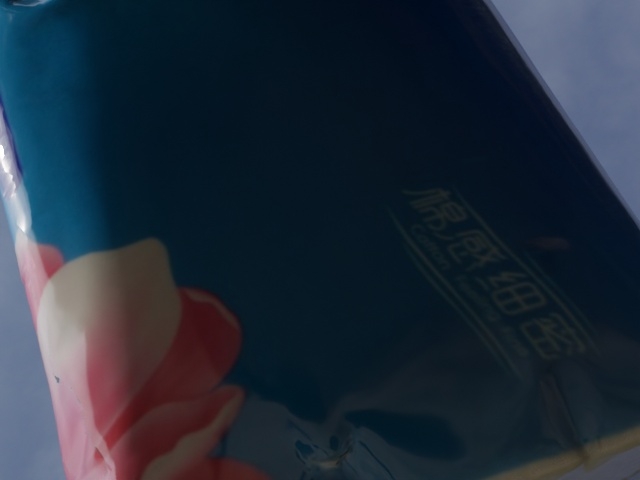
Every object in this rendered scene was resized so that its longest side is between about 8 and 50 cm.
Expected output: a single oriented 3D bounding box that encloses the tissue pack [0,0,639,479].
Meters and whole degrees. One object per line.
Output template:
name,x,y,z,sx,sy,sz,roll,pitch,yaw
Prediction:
tissue pack,0.000,0.000,0.445,0.209,0.137,0.269,-17,-127,-10
